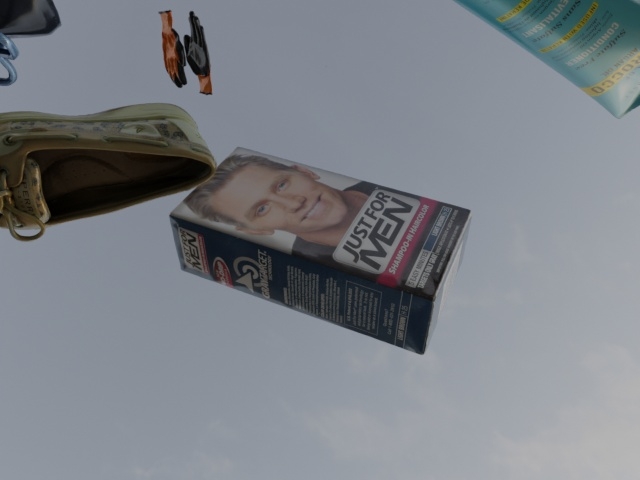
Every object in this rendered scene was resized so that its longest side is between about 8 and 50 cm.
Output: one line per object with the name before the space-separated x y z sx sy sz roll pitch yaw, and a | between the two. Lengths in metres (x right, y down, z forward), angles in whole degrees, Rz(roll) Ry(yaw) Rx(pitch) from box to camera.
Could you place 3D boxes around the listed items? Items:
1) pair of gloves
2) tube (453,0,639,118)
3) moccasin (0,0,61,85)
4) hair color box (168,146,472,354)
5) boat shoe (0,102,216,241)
pair of gloves | -0.128 -0.178 0.544 0.010 0.083 0.074 -25 -57 -35
tube | 0.167 -0.138 0.369 0.207 0.052 0.080 14 -32 -30
moccasin | -0.214 -0.180 0.371 0.342 0.138 0.117 -47 -59 -1
hair color box | 0.000 0.000 0.751 0.347 0.174 0.105 17 -45 18
boat shoe | -0.245 -0.066 0.554 0.285 0.089 0.104 -20 -45 -21
